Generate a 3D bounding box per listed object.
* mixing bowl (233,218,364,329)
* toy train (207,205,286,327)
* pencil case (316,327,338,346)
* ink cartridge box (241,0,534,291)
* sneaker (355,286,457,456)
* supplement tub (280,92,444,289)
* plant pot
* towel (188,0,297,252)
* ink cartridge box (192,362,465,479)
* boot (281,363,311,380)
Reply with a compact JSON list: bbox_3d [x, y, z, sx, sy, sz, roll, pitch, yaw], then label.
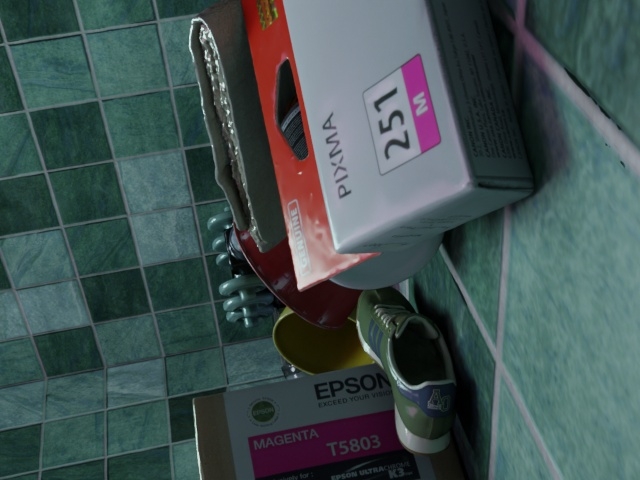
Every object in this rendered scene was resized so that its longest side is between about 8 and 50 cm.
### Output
[{"bbox_3d":[0.000,0.000,1.031,0.181,0.098,0.181,42,-160,-19],"label":"mixing bowl"},{"bbox_3d":[-0.061,0.035,1.361,0.334,0.190,0.142,97,162,-73],"label":"toy train"},{"bbox_3d":[0.017,0.114,1.314,0.086,0.088,0.206,-64,2,-8],"label":"pencil case"},{"bbox_3d":[0.006,-0.123,0.608,0.239,0.060,0.275,-27,70,49],"label":"ink cartridge box"},{"bbox_3d":[0.080,0.089,0.807,0.192,0.064,0.086,-107,17,-47],"label":"sneaker"},{"bbox_3d":[0.027,-0.057,0.768,0.190,0.117,0.117,-109,11,-52],"label":"supplement tub"},{"bbox_3d":[0.016,0.098,1.160,0.095,0.134,0.134,-72,-16,-44],"label":"plant pot"},{"bbox_3d":[-0.029,-0.135,0.872,0.049,0.187,0.282,27,144,29],"label":"towel"},{"bbox_3d":[0.009,0.223,0.839,0.088,0.234,0.193,89,168,-52],"label":"ink cartridge box"},{"bbox_3d":[0.034,0.302,1.405,0.338,0.118,0.223,67,-173,-67],"label":"boot"}]
